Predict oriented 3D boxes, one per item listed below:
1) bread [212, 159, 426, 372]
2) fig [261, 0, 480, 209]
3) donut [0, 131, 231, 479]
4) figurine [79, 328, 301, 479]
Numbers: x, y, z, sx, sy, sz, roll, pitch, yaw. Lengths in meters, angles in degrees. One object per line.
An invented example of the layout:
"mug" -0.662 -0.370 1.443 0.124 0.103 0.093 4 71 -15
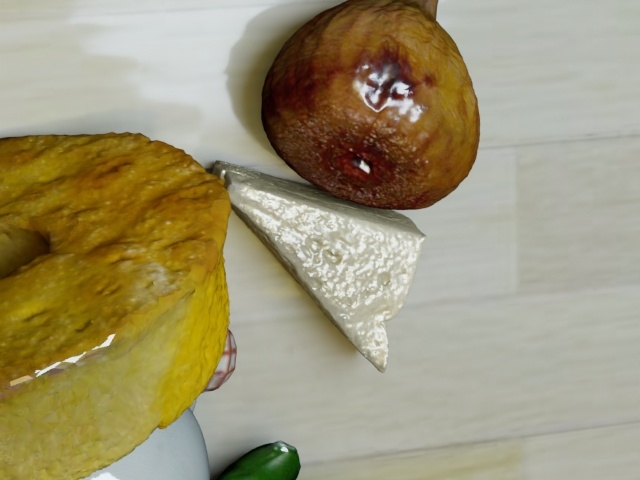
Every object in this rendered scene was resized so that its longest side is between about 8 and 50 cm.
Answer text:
"bread" -0.013 0.017 1.003 0.152 0.077 0.105 16 97 -16
"fig" 0.048 -0.128 0.980 0.146 0.133 0.201 40 62 -43
"donut" -0.192 0.046 0.869 0.303 0.303 0.110 -18 120 -10
"figurine" -0.097 0.192 0.977 0.370 0.167 0.281 23 86 -24
